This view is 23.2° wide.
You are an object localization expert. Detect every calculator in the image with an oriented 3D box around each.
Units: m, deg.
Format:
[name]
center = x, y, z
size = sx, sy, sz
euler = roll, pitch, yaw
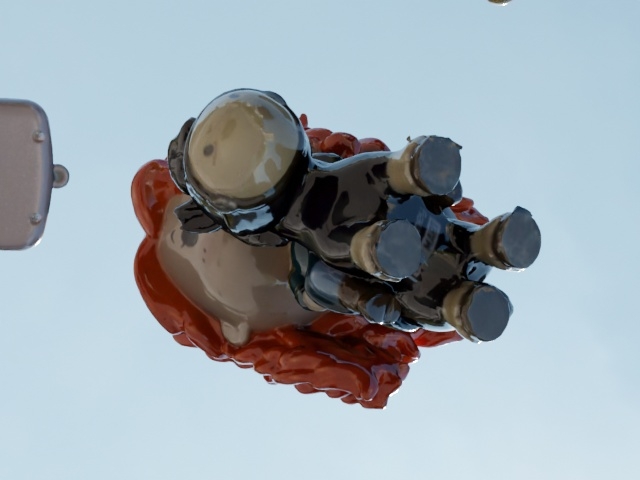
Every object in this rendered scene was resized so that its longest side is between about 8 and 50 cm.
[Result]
[calculator]
center = -0.246, -0.043, 0.984
size = 0.032, 0.175, 0.100
euler = -150, -116, -71

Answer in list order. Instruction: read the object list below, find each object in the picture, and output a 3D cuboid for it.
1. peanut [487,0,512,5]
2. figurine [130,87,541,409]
[peanut]
center = 0.119, -0.312, 1.418
size = 0.110, 0.197, 0.233
euler = -24, -121, 10
[figurine]
center = -0.003, -0.003, 1.228
size = 0.412, 0.306, 0.241
euler = 132, -30, -79
